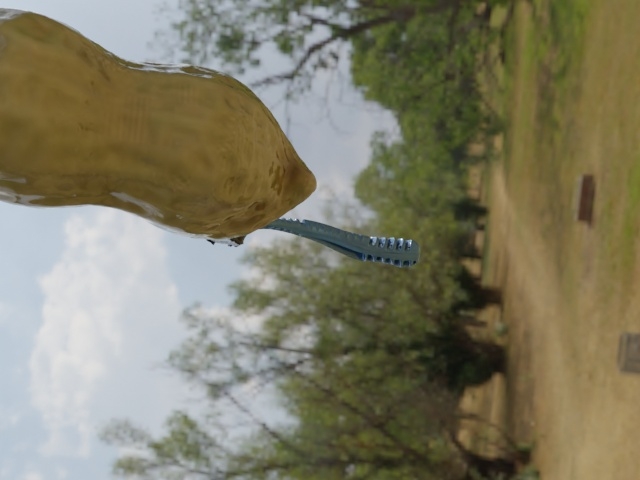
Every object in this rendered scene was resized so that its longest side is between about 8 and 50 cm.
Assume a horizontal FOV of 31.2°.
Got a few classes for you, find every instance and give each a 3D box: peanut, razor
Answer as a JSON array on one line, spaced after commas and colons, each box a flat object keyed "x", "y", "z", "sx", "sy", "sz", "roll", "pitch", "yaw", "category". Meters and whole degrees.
[{"x": -0.080, "y": -0.043, "z": 0.483, "sx": 0.082, "sy": 0.187, "sz": 0.082, "roll": -22, "pitch": 63, "yaw": 52, "category": "peanut"}, {"x": 0.000, "y": 0.000, "z": 1.277, "sx": 0.082, "sy": 0.253, "sz": 0.042, "roll": 2, "pitch": 84, "yaw": 65, "category": "razor"}]
